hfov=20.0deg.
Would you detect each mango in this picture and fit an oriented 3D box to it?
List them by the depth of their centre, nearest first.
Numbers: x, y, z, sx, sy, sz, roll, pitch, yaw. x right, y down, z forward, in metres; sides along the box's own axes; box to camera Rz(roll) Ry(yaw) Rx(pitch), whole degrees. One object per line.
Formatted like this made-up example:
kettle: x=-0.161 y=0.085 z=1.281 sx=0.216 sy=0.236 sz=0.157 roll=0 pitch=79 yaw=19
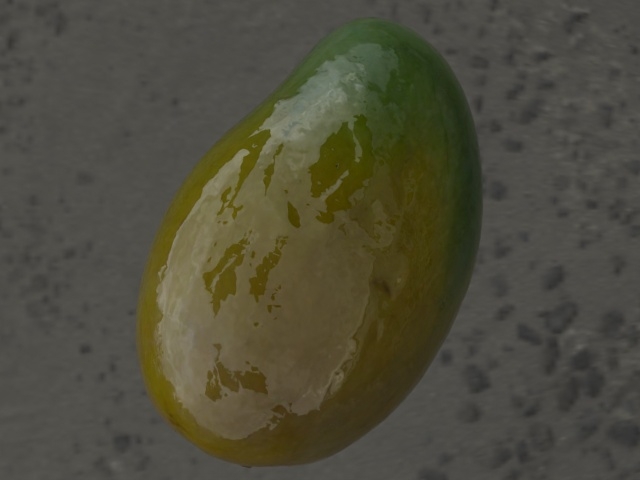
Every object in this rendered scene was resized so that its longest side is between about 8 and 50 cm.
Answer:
mango: x=0.000 y=0.000 z=0.733 sx=0.092 sy=0.130 sz=0.195 roll=-16 pitch=53 yaw=65
